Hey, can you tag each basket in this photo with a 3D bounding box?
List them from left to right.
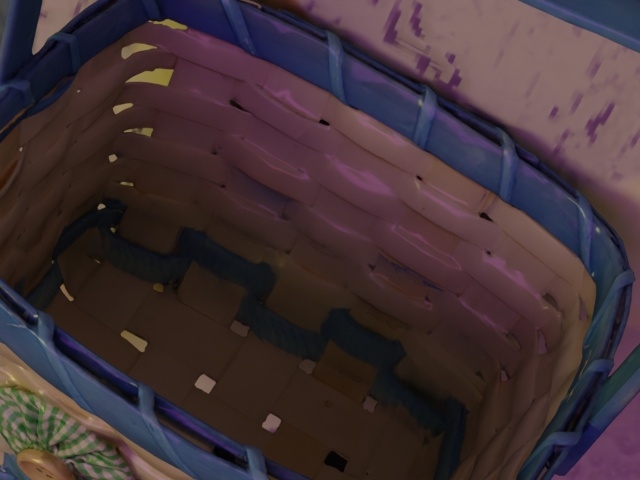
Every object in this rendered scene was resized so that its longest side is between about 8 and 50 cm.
[{"bbox_3d":[0.000,0.000,0.641,0.255,0.201,0.289,28,132,4],"label":"basket"}]
